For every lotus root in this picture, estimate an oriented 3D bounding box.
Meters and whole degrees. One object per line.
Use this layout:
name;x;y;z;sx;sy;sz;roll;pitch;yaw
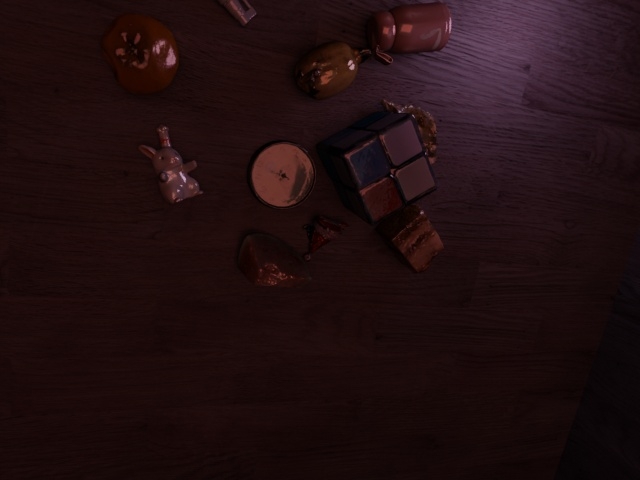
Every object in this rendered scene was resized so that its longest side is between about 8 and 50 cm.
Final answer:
lotus root;0.051;-0.643;1.598;0.310;0.183;0.183;-33;113;-11

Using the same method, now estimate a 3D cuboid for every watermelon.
watermelon;-0.197;0.119;1.728;0.318;0.226;0.148;34;121;-12

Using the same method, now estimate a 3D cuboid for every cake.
cake;0.411;0.005;1.889;0.198;0.196;0.293;-42;113;-4

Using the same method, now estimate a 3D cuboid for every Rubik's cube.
Rubik's cube;0.212;-0.290;1.673;0.316;0.318;0.313;-29;114;-6

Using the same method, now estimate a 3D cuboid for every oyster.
oyster;0.394;-0.442;1.817;0.204;0.111;0.396;-36;114;-24

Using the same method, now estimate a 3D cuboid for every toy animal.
toy animal;-0.533;-0.261;1.534;0.140;0.138;0.283;-33;122;-40

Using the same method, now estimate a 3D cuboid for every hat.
hat;0.001;-0.001;1.821;0.140;0.129;0.227;7;124;-44

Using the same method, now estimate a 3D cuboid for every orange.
orange;-0.577;-0.604;1.397;0.248;0.183;0.249;-5;108;-15

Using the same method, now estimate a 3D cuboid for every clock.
clock;-0.150;-0.257;1.708;0.280;0.055;0.281;-5;108;-17

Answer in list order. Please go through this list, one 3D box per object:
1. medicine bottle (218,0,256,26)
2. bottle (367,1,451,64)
medicine bottle;-0.319;-0.848;1.478;0.221;0.061;0.092;48;69;-24
bottle;0.330;-0.783;1.638;0.296;0.173;0.207;-11;102;-15
